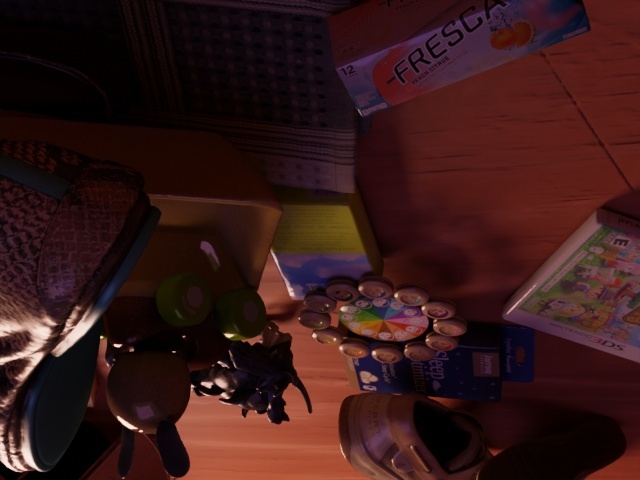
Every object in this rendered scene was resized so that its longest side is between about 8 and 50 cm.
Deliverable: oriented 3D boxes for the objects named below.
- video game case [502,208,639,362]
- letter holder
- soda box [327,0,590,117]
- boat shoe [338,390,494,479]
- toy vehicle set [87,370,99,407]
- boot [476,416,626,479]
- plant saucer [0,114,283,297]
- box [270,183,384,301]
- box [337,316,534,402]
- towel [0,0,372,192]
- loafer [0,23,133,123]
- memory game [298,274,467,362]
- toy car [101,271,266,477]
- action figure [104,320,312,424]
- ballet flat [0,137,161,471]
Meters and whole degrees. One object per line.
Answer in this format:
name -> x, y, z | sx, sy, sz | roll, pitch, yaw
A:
video game case -> 0.319, 0.056, 1.153 | 0.193, 0.023, 0.212 | 18, 146, -10
letter holder -> -0.366, 0.375, 1.746 | 0.152, 0.214, 0.302 | 35, 155, 25
soda box -> 0.099, -0.159, 0.825 | 0.183, 0.063, 0.058 | -20, 139, 14
boat shoe -> 0.154, 0.270, 1.400 | 0.110, 0.121, 0.341 | -16, 152, 30
toy vehicle set -> -0.440, 0.154, 1.516 | 0.267, 0.035, 0.166 | 9, 146, 4
boot -> 0.267, 0.302, 1.425 | 0.213, 0.077, 0.165 | -17, 159, -25
plant saucer -> -0.211, -0.029, 1.015 | 0.333, 0.081, 0.333 | 4, 163, -7
box -> 0.000, 0.000, 1.149 | 0.109, 0.042, 0.178 | 1, 146, 17
box -> 0.138, 0.141, 1.326 | 0.225, 0.036, 0.136 | 2, 145, 12
towel -> -0.116, -0.165, 0.946 | 0.324, 0.056, 0.312 | 8, 144, 9
loafer -> -0.265, -0.132, 0.926 | 0.220, 0.078, 0.080 | 14, 144, 4
memory game -> 0.067, 0.090, 1.219 | 0.186, 0.012, 0.186 | 6, 148, 4
toy car -> -0.154, 0.140, 1.107 | 0.155, 0.188, 0.149 | -12, 158, 41
action figure -> -0.116, 0.121, 1.282 | 0.276, 0.141, 0.164 | 5, 146, 31
ballet flat -> -0.256, 0.052, 0.915 | 0.182, 0.164, 0.483 | 27, 149, -4
